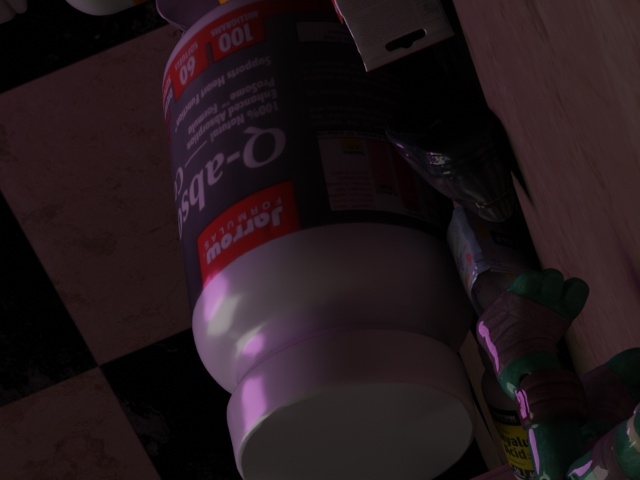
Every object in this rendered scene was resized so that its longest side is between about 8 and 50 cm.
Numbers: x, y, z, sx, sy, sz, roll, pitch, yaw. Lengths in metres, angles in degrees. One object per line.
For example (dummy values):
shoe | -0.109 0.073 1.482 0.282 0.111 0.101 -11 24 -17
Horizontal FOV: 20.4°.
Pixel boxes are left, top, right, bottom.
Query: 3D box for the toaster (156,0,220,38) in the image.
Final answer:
toaster | -0.055 -0.239 1.618 0.110 0.185 0.168 24 179 14

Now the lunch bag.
lunch bag | 0.121 0.022 1.219 0.083 0.053 0.071 55 -170 -38

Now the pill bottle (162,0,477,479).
pill bottle | 0.000 0.000 1.339 0.210 0.210 0.363 67 -170 -52

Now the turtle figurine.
turtle figurine | 0.133 0.128 0.760 0.234 0.118 0.175 -104 -7 -47

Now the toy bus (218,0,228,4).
toy bus | -0.059 -0.306 1.440 0.108 0.130 0.332 -111 -2 -71

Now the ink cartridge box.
ink cartridge box | 0.034 -0.166 1.106 0.029 0.063 0.115 76 172 -86

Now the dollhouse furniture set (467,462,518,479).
dollhouse furniture set | 0.176 0.292 1.427 0.212 0.161 0.242 -113 0 -49

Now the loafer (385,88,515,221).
loafer | 0.084 -0.054 1.148 0.061 0.062 0.170 62 -177 -17

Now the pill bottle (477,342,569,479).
pill bottle | 0.153 0.116 1.284 0.065 0.065 0.116 -112 -1 -63

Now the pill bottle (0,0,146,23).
pill bottle | -0.077 -0.187 0.827 0.136 0.246 0.136 -23 -90 -90
